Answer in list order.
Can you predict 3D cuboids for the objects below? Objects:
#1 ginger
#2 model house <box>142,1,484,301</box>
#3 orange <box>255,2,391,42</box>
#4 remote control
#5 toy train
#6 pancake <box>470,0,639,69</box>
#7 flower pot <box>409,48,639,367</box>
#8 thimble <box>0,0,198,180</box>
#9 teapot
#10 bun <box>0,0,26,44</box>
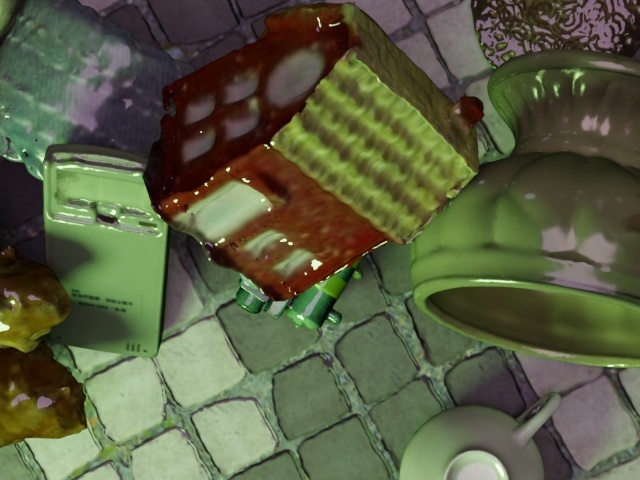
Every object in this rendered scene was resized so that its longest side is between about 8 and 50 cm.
[{"bbox_3d":[-0.367,0.061,1.282,0.274,0.152,0.357,-34,86,24],"label":"ginger"},{"bbox_3d":[0.004,-0.090,1.142,0.254,0.196,0.160,-29,44,25],"label":"model house"},{"bbox_3d":[0.002,-0.166,1.294,0.159,0.159,0.136,-3,123,1],"label":"orange"},{"bbox_3d":[-0.205,0.014,1.256,0.123,0.285,0.038,9,50,-1],"label":"remote control"},{"bbox_3d":[0.000,0.000,1.332,0.132,0.083,0.200,32,91,-1],"label":"toy train"},{"bbox_3d":[0.251,-0.248,1.359,0.199,0.021,0.199,0,89,2],"label":"pancake"},{"bbox_3d":[0.246,-0.030,1.231,0.307,0.307,0.244,11,75,2],"label":"flower pot"},{"bbox_3d":[-0.213,-0.126,1.286,0.236,0.205,0.172,27,96,-27],"label":"thimble"},{"bbox_3d":[0.161,0.234,1.322,0.226,0.092,0.145,-40,89,-3],"label":"teapot"},{"bbox_3d":[-0.404,-0.289,1.300,0.273,0.168,0.273,12,120,21],"label":"bun"}]
